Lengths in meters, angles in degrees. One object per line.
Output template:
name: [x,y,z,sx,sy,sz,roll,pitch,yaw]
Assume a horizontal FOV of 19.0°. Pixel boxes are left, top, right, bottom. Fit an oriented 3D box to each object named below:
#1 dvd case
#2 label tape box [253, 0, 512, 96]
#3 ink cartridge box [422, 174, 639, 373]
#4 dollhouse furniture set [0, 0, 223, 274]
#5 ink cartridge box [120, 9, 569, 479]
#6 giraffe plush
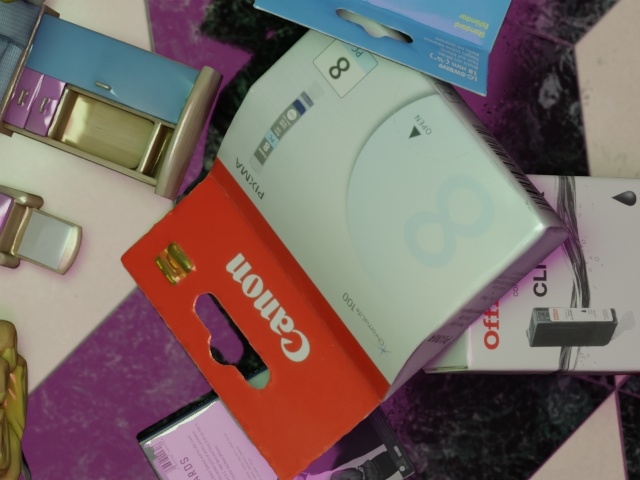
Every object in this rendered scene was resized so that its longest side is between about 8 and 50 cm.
dvd case: [-0.044,0.225,1.998,0.238,0.029,0.179,-30,98,-6]
label tape box: [0.079,-0.311,1.839,0.240,0.334,0.106,20,128,-10]
ink cartridge box: [0.242,0.036,1.925,0.272,0.114,0.197,1,84,-20]
dollhouse furniture set: [-0.258,-0.105,1.778,0.198,0.303,0.286,21,90,13]
ink cartridge box: [0.000,0.000,1.845,0.385,0.091,0.308,-43,71,14]
giraffe plush: [-0.383,0.188,1.890,0.170,0.181,0.210,-1,128,0]
